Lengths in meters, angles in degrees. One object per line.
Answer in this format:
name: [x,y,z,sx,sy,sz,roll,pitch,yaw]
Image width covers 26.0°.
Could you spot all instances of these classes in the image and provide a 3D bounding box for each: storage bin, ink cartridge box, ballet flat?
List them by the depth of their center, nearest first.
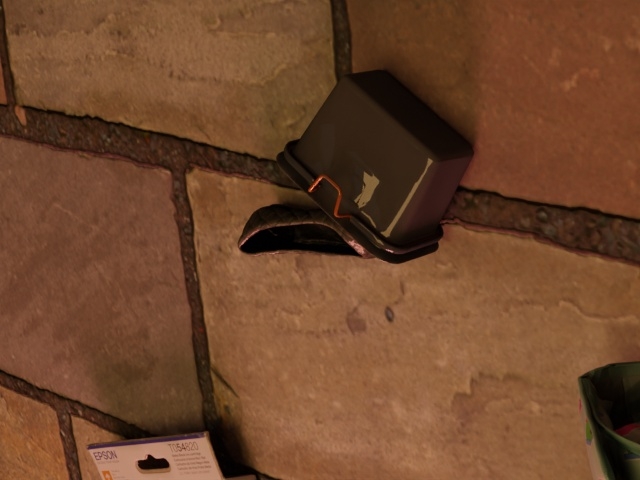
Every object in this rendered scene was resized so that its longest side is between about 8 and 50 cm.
storage bin: [0.043,-0.062,1.045,0.135,0.098,0.091,43,124,23]
ballet flat: [0.000,0.000,1.135,0.173,0.049,0.057,3,139,49]
ink cartridge box: [-0.131,0.299,1.425,0.223,0.045,0.224,-13,98,48]

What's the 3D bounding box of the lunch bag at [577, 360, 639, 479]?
lunch bag: [0.270,0.203,0.885,0.262,0.160,0.223,11,120,55]
